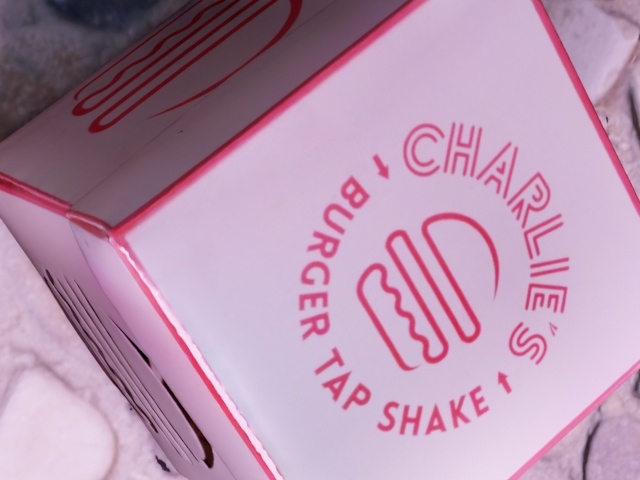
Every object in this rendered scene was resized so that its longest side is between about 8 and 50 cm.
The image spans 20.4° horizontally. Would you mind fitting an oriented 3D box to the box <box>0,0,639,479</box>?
[{"bbox_3d":[0.000,0.000,1.185,0.312,0.300,0.314,-40,116,-18],"label":"box"}]
